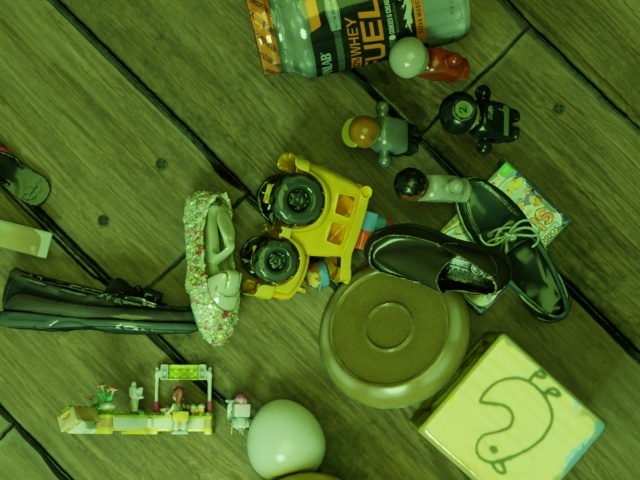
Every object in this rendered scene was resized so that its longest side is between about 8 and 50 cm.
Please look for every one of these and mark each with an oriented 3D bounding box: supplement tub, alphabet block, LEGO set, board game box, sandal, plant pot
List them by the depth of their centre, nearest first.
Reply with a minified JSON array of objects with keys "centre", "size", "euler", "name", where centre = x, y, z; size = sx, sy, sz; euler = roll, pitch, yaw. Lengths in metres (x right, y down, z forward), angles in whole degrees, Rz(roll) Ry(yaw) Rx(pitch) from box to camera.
[{"centre":[0.267,0.264,1.749],"size":[0.197,0.193,0.192],"euler":[41,85,2],"name":"alphabet block"},{"centre":[-0.250,0.233,1.778],"size":[0.287,0.132,0.107],"euler":[4,80,-22],"name":"LEGO set"},{"centre":[0.104,0.131,1.787],"size":[0.236,0.032,0.236],"euler":[-8,66,18],"name":"plant pot"},{"centre":[0.050,-0.356,1.791],"size":[0.316,0.193,0.193],"euler":[-15,86,-1],"name":"supplement tub"},{"centre":[-0.495,-0.117,1.845],"size":[0.179,0.040,0.067],"euler":[31,86,2],"name":"sandal"},{"centre":[0.265,-0.003,1.846],"size":[0.136,0.035,0.201],"euler":[43,87,3],"name":"board game box"}]

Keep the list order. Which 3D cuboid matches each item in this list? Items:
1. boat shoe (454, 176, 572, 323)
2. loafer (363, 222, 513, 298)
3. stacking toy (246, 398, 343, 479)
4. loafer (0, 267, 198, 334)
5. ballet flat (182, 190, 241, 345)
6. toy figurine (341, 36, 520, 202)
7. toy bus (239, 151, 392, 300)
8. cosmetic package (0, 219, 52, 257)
[{"centre":[0.286,0.013,1.786],"size":[0.095,0.079,0.254],"euler":[-29,86,0],"name":"boat shoe"},{"centre":[0.167,0.031,1.732],"size":[0.220,0.078,0.080],"euler":[9,114,11],"name":"loafer"},{"centre":[-0.009,0.454,1.710],"size":[0.351,0.350,0.479],"euler":[-14,71,-1],"name":"stacking toy"},{"centre":[-0.331,0.091,1.803],"size":[0.303,0.109,0.095],"euler":[2,82,3],"name":"loafer"},{"centre":[-0.157,0.035,1.795],"size":[0.077,0.091,0.240],"euler":[-21,73,40],"name":"ballet flat"},{"centre":[0.155,-0.167,1.746],"size":[0.209,0.148,0.213],"euler":[-53,54,26],"name":"toy figurine"},{"centre":[0.000,0.000,1.803],"size":[0.212,0.149,0.220],"euler":[18,88,-15],"name":"toy bus"},{"centre":[-0.469,-0.007,1.804],"size":[0.115,0.060,0.041],"euler":[16,85,-29],"name":"cosmetic package"}]
